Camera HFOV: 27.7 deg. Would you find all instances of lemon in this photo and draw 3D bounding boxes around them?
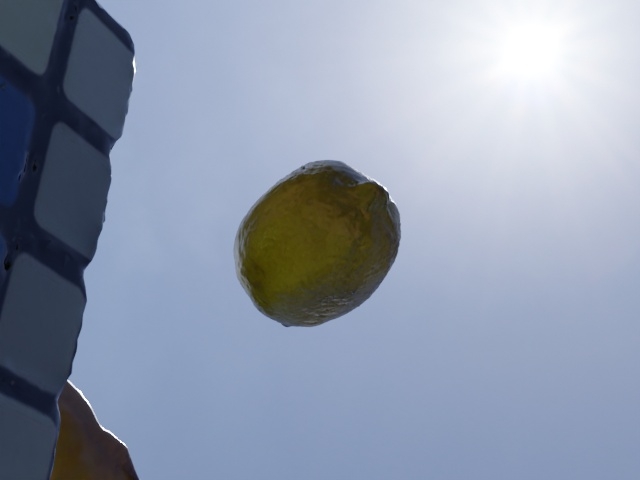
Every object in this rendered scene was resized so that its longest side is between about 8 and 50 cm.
[{"bbox_3d":[0.000,0.000,0.695,0.110,0.082,0.082,-49,-125,37],"label":"lemon"}]

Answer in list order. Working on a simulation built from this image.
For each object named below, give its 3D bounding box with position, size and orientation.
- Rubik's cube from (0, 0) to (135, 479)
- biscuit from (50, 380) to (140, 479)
[{"bbox_3d":[-0.161,-0.015,0.332,0.155,0.151,0.154,-3,-115,27],"label":"Rubik's cube"},{"bbox_3d":[-0.240,0.161,0.856,0.296,0.296,0.102,10,-141,33],"label":"biscuit"}]
